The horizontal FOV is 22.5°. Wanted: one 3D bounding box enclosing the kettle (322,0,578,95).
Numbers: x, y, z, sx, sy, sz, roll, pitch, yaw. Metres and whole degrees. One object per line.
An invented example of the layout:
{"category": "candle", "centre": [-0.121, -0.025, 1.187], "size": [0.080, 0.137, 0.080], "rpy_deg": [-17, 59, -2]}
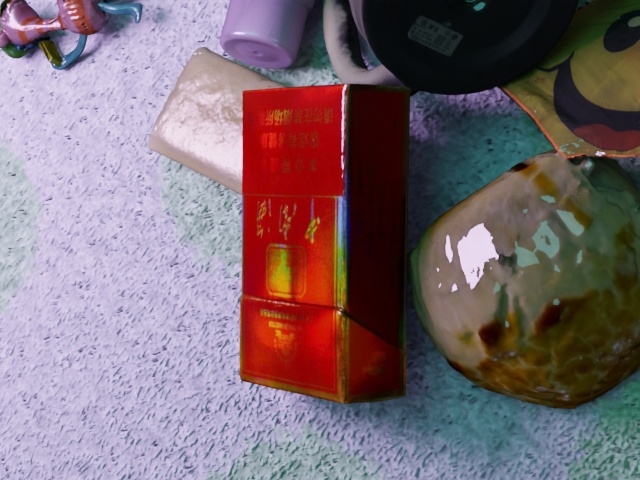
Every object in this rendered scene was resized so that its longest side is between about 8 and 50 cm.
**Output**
{"category": "kettle", "centre": [0.095, -0.301, 1.693], "size": [0.321, 0.228, 0.324], "rpy_deg": [-61, 29, 30]}

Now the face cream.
{"category": "face cream", "centre": [-0.041, -0.335, 1.830], "size": [0.154, 0.096, 0.274], "rpy_deg": [-6, 65, 52]}

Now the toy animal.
{"category": "toy animal", "centre": [-0.306, -0.267, 1.965], "size": [0.208, 0.100, 0.103], "rpy_deg": [-17, 110, 20]}

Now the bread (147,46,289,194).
{"category": "bread", "centre": [-0.096, -0.128, 1.827], "size": [0.178, 0.060, 0.139], "rpy_deg": [29, 91, 30]}

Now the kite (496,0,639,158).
{"category": "kite", "centre": [0.331, -0.196, 1.566], "size": [0.377, 0.013, 0.327], "rpy_deg": [0, 48, 39]}

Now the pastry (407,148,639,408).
{"category": "pastry", "centre": [0.213, 0.038, 1.564], "size": [0.256, 0.170, 0.237], "rpy_deg": [-33, 73, 8]}

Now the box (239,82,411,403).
{"category": "box", "centre": [0.000, -0.001, 1.648], "size": [0.197, 0.089, 0.313], "rpy_deg": [4, 95, 55]}
